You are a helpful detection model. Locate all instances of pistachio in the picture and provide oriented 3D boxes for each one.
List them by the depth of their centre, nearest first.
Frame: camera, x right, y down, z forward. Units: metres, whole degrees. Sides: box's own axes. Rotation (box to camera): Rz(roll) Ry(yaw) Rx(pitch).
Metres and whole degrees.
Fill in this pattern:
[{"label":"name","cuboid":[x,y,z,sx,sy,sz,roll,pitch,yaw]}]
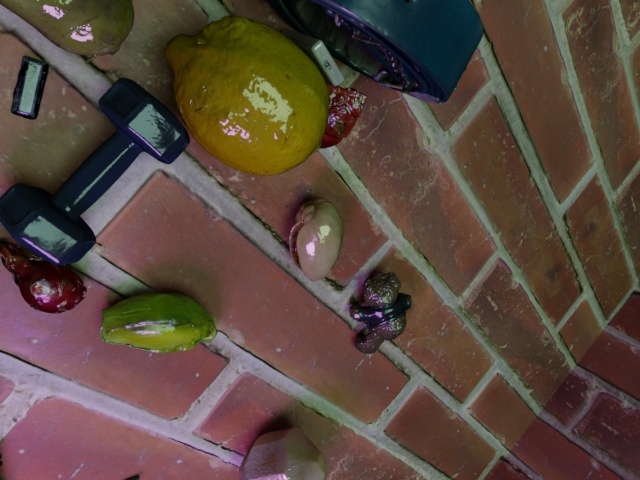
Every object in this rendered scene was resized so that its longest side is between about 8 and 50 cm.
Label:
[{"label":"pistachio","cuboid":[0.000,0.000,1.095,0.145,0.117,0.201,-19,120,-31]}]

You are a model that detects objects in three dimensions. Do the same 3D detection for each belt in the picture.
[{"label":"belt","cuboid":[0.105,-0.414,0.869,0.436,0.300,0.173,24,98,-40]}]

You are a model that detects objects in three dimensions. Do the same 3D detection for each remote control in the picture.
[{"label":"remote control","cuboid":[-0.467,-0.244,0.754,0.039,0.014,0.096,13,102,-36]},{"label":"remote control","cuboid":[-0.022,-0.348,0.884,0.029,0.190,0.087,-41,127,0]}]

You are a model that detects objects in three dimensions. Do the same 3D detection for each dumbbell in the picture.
[{"label":"dumbbell","cuboid":[-0.373,-0.114,0.789,0.316,0.143,0.156,-48,127,-5]}]

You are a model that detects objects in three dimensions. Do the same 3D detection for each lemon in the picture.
[{"label":"lemon","cuboid":[-0.122,-0.248,0.828,0.319,0.245,0.245,30,92,-33]}]

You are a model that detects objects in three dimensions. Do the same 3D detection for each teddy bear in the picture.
[{"label":"teddy bear","cuboid":[0.178,0.207,1.291,0.181,0.129,0.252,-22,121,-26]}]

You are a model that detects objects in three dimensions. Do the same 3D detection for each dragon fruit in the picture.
[{"label":"dragon fruit","cuboid":[-0.502,0.065,0.821,0.094,0.094,0.190,-49,123,-6]},{"label":"dragon fruit","cuboid":[0.005,-0.259,0.968,0.120,0.161,0.127,3,97,-36]}]

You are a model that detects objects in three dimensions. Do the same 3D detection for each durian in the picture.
[{"label":"durian","cuboid":[-0.323,0.170,0.977,0.250,0.101,0.139,6,142,-34]}]

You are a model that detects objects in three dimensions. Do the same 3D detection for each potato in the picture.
[{"label":"potato","cuboid":[-0.388,-0.380,0.669,0.248,0.143,0.169,31,54,-33]}]

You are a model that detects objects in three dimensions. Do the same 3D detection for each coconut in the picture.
[{"label":"coconut","cuboid":[-0.083,0.610,1.232,0.197,0.236,0.237,-29,137,-72]}]

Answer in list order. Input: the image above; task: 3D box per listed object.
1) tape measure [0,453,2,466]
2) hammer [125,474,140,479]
[{"label":"tape measure","cuboid":[-0.688,0.582,0.922,0.163,0.084,0.331,-4,111,-29]},{"label":"hammer","cuboid":[-0.410,0.649,1.170,0.246,0.029,0.103,39,88,-39]}]
